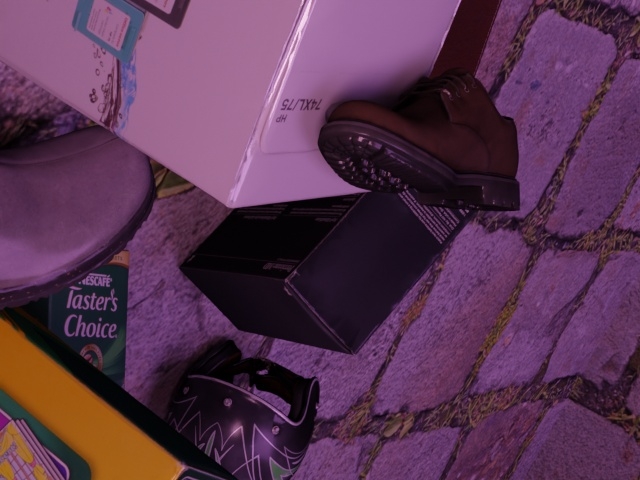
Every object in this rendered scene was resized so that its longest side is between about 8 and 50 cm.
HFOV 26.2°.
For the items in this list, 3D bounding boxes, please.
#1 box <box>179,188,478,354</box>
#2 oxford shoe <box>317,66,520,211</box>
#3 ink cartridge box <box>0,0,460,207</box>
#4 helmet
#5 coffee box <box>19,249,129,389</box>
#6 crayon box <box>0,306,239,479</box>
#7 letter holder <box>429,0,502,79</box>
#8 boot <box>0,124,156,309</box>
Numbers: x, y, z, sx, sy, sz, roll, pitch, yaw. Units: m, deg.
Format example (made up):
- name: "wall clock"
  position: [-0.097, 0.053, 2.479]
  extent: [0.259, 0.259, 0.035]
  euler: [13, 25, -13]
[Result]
- name: "box"
  position: [0.000, 0.000, 1.302]
  extent: [0.184, 0.261, 0.103]
  euler: [-46, 110, -17]
- name: "oxford shoe"
  position: [0.070, -0.077, 0.954]
  extent: [0.227, 0.083, 0.096]
  euler: [9, 86, -59]
- name: "ink cartridge box"
  position: [-0.070, -0.173, 0.980]
  extent: [0.198, 0.270, 0.197]
  euler: [-9, 127, -56]
- name: "helmet"
  position: [-0.087, 0.201, 1.478]
  extent: [0.161, 0.169, 0.169]
  euler: [-50, 157, -52]
- name: "coffee box"
  position: [-0.215, 0.094, 1.190]
  extent: [0.113, 0.040, 0.184]
  euler: [13, 77, -60]
- name: "crayon box"
  position: [-0.285, 0.237, 1.015]
  extent: [0.363, 0.313, 0.106]
  euler: [-56, 150, -2]
- name: "letter holder"
  position: [0.027, -0.221, 1.229]
  extent: [0.302, 0.152, 0.214]
  euler: [-13, 128, -54]
- name: "boot"
  position: [-0.258, -0.053, 0.938]
  extent: [0.338, 0.118, 0.223]
  euler: [-30, 143, -31]
